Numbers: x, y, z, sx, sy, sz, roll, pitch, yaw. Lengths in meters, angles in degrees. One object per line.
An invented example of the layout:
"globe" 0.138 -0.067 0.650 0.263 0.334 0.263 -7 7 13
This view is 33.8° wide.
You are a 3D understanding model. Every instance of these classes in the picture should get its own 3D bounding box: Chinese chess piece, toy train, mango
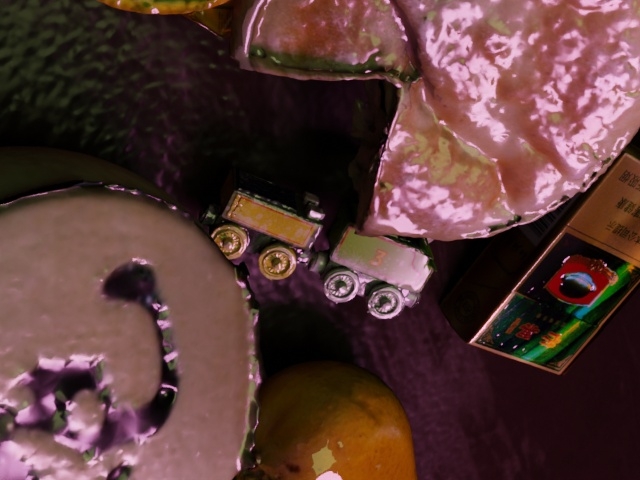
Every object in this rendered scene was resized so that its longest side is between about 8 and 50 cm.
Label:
"Chinese chess piece" -0.203 0.110 0.731 0.349 0.146 0.349 -13 109 -41
"toy train" 0.000 0.000 0.872 0.202 0.060 0.081 21 114 -17
"mango" 0.016 0.216 0.978 0.167 0.130 0.262 -40 133 -18

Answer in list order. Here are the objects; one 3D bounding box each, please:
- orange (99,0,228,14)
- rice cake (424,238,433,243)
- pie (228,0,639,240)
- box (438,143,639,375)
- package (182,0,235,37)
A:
"orange" -0.118 -0.263 0.652 0.179 0.158 0.237 -31 120 -7
"rice cake" 0.116 -0.049 0.907 0.256 0.052 0.057 -38 119 23
"pie" 0.108 -0.140 0.753 0.337 0.075 0.337 -1 126 -2
"box" 0.250 0.015 1.041 0.159 0.071 0.240 19 116 -40
"package" -0.070 -0.178 0.778 0.131 0.071 0.047 -13 121 -30
